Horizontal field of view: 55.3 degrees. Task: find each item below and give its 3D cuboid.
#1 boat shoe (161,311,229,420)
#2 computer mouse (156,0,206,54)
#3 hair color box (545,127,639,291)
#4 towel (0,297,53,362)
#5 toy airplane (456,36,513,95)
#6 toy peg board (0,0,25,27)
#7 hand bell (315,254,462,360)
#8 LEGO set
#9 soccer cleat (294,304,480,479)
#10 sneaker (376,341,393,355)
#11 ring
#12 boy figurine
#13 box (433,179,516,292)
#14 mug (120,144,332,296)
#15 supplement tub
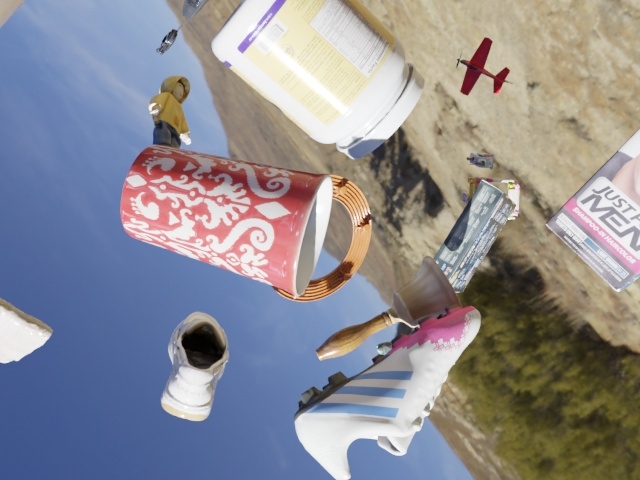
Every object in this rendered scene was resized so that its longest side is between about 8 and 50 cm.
[{"bbox_3d":[-0.184,0.168,0.963,0.098,0.096,0.277,18,-165,-14],"label":"boat shoe"},{"bbox_3d":[-0.274,-0.453,1.221,0.041,0.242,0.071,40,-136,-19],"label":"computer mouse"},{"bbox_3d":[0.572,-0.095,1.023,0.174,0.347,0.105,49,-152,23],"label":"hair color box"},{"bbox_3d":[-0.757,0.206,1.412,0.187,0.282,0.049,39,-134,-26],"label":"towel"},{"bbox_3d":[0.402,-0.414,1.505,0.151,0.151,0.028,54,-142,-1],"label":"toy airplane"},{"bbox_3d":[-0.330,-0.305,0.616,0.079,0.161,0.160,38,168,-18],"label":"toy peg board"},{"bbox_3d":[0.103,0.136,1.018,0.126,0.242,0.126,62,177,5],"label":"hand bell"},{"bbox_3d":[0.378,-0.053,1.385,0.132,0.107,0.287,-87,-2,-64],"label":"LEGO set"},{"bbox_3d":[0.121,0.222,0.898,0.143,0.331,0.116,56,164,17],"label":"soccer cleat"},{"bbox_3d":[0.172,0.329,1.553,0.065,0.076,0.166,-95,4,-81],"label":"sneaker"},{"bbox_3d":[0.000,0.000,1.525,0.032,0.336,0.336,30,164,51],"label":"ring"},{"bbox_3d":[-0.417,-0.342,1.724,0.177,0.092,0.285,50,-146,-54],"label":"boy figurine"},{"bbox_3d":[0.297,0.000,1.204,0.051,0.220,0.175,34,-170,24],"label":"box"},{"bbox_3d":[-0.085,-0.014,0.577,0.150,0.169,0.113,93,-165,-54],"label":"mug"},{"bbox_3d":[0.000,-0.328,1.100,0.331,0.241,0.241,38,-169,-20],"label":"supplement tub"}]
